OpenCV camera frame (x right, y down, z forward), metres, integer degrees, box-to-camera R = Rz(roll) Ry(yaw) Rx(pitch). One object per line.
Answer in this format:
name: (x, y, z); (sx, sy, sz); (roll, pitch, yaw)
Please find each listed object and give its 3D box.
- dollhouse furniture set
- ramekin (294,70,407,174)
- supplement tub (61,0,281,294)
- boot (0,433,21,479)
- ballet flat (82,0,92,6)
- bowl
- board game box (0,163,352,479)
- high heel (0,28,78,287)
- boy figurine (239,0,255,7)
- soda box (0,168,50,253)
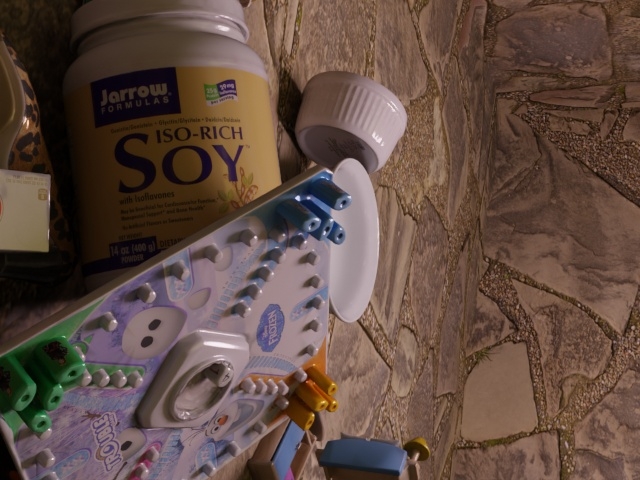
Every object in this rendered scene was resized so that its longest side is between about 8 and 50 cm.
dollhouse furniture set: (0.069, 0.418, 1.516); (0.198, 0.303, 0.286); (-59, 143, -50)
ramekin: (0.049, -0.210, 1.605); (0.109, 0.207, 0.207); (-68, 150, -24)
supplement tub: (-0.168, -0.098, 0.994); (0.241, 0.241, 0.332); (2, 79, -67)
boot: (-0.285, 0.190, 0.949); (0.176, 0.088, 0.244); (-53, 146, -56)
ballet flat: (-0.265, -0.335, 1.050); (0.052, 0.057, 0.168); (130, -33, -82)
bowl: (0.000, 0.000, 1.567); (0.298, 0.134, 0.298); (0, 90, -68)
board game box: (-0.124, 0.157, 0.901); (0.390, 0.050, 0.390); (-32, 144, -29)
high heel: (-0.314, -0.081, 0.905); (0.186, 0.093, 0.261); (37, 49, -81)
boy figurine: (-0.126, -0.458, 1.317); (0.285, 0.092, 0.177); (-63, 145, -49)
soda box: (-0.341, -0.029, 0.716); (0.216, 0.069, 0.074); (4, 85, -42)
